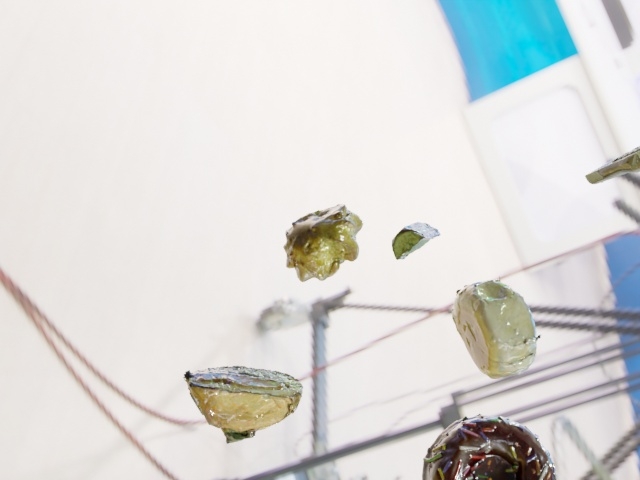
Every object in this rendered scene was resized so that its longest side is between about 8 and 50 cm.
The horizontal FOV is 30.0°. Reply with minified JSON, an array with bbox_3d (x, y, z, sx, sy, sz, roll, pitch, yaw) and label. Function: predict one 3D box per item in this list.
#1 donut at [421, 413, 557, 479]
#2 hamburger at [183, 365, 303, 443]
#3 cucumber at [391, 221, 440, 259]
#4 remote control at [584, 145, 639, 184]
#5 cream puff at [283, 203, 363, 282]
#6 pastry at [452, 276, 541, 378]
[{"bbox_3d":[0.283,0.393,1.994,0.216,0.230,0.096,59,-9,15],"label":"donut"},{"bbox_3d":[-0.118,0.241,1.759,0.087,0.176,0.102,-100,-163,-62],"label":"hamburger"},{"bbox_3d":[0.156,0.000,2.029,0.046,0.070,0.220,48,11,7],"label":"cucumber"},{"bbox_3d":[0.379,-0.096,1.407,0.065,0.166,0.029,-29,90,-21],"label":"remote control"},{"bbox_3d":[0.000,0.000,1.159,0.058,0.083,0.083,26,71,-58],"label":"cream puff"},{"bbox_3d":[0.265,0.135,1.814,0.166,0.088,0.166,162,-90,-74],"label":"pastry"}]
